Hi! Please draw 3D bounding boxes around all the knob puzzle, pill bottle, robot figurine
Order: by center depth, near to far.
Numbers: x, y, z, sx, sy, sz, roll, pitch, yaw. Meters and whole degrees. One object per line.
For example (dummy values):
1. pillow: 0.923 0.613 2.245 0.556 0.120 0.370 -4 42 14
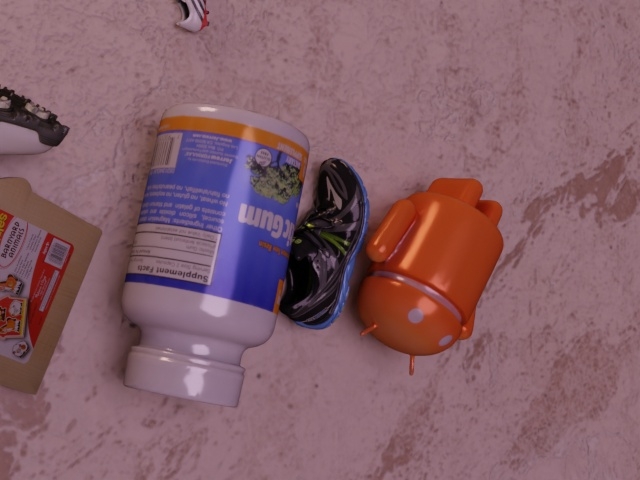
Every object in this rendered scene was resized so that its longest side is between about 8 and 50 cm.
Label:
1. knob puzzle: -0.310 0.031 0.980 0.213 0.030 0.213 -6 98 -43
2. pill bottle: -0.107 0.017 1.049 0.152 0.152 0.272 15 80 -30
3. robot figurine: 0.123 0.035 1.204 0.128 0.158 0.219 24 70 15

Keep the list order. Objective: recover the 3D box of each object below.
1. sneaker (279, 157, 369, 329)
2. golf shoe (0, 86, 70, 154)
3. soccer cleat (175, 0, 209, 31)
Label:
1. sneaker: 0.000 0.000 1.165 0.078 0.067 0.188 18 82 -36
2. golf shoe: -0.361 -0.093 0.946 0.273 0.105 0.120 5 111 -33
3. soccer cleat: -0.133 -0.257 1.116 0.035 0.029 0.083 -1 93 -36
